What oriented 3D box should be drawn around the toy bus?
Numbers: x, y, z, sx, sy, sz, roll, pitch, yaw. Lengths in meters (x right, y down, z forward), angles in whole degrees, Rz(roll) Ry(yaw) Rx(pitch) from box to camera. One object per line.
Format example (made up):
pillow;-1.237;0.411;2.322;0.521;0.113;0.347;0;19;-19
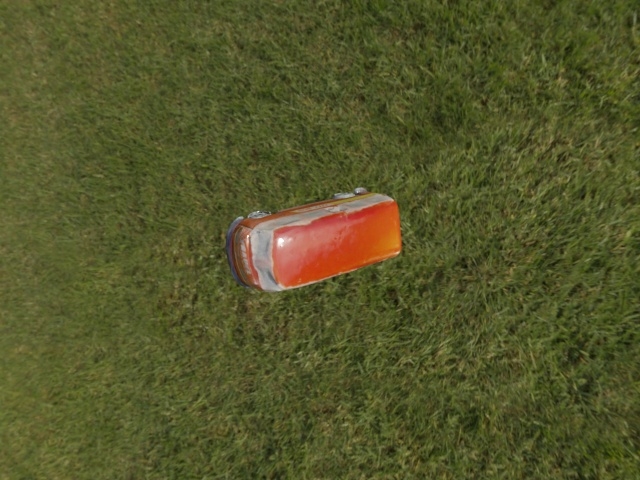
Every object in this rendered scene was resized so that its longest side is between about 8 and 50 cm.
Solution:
toy bus;0.000;0.000;0.439;0.077;0.174;0.079;13;114;56
